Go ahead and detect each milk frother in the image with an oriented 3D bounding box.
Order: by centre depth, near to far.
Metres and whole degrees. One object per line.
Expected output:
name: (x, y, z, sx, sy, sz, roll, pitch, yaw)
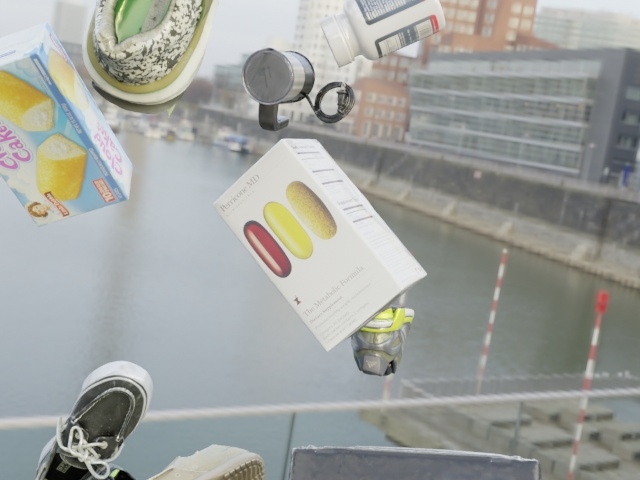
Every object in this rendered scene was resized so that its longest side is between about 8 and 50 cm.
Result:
milk frother: (-0.031, -0.238, 1.491, 0.143, 0.129, 0.135, -9, 8, 15)

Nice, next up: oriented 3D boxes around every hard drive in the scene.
hard drive: (0.118, 0.275, 1.030, 0.237, 0.064, 0.339, 0, -21, 14)

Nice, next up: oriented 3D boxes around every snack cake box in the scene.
snack cake box: (-0.392, -0.156, 1.352, 0.152, 0.264, 0.089, -17, 41, 9)

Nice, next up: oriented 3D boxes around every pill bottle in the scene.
pill bottle: (0.095, -0.347, 1.516, 0.180, 0.108, 0.108, -23, 7, 3)

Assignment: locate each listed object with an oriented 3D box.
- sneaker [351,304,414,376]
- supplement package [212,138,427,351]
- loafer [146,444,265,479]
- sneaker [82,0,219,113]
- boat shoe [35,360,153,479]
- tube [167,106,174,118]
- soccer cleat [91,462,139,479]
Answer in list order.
sneaker: (0.098, 0.170, 1.657, 0.111, 0.121, 0.300, 5, -4, 13)
supplement package: (0.000, 0.000, 1.263, 0.244, 0.139, 0.134, 51, 18, 8)
loafer: (-0.206, 0.370, 1.380, 0.269, 0.101, 0.092, -14, 21, -38)
sneaker: (-0.143, -0.340, 1.017, 0.158, 0.410, 0.182, 16, -2, -4)
boat shoe: (-0.364, 0.311, 1.495, 0.113, 0.306, 0.105, 35, 29, -19)
tube: (-0.258, -0.344, 1.760, 0.062, 0.240, 0.070, 37, 45, 18)
soccer cleat: (-0.406, 0.475, 1.916, 0.179, 0.072, 0.060, 15, 51, 37)
